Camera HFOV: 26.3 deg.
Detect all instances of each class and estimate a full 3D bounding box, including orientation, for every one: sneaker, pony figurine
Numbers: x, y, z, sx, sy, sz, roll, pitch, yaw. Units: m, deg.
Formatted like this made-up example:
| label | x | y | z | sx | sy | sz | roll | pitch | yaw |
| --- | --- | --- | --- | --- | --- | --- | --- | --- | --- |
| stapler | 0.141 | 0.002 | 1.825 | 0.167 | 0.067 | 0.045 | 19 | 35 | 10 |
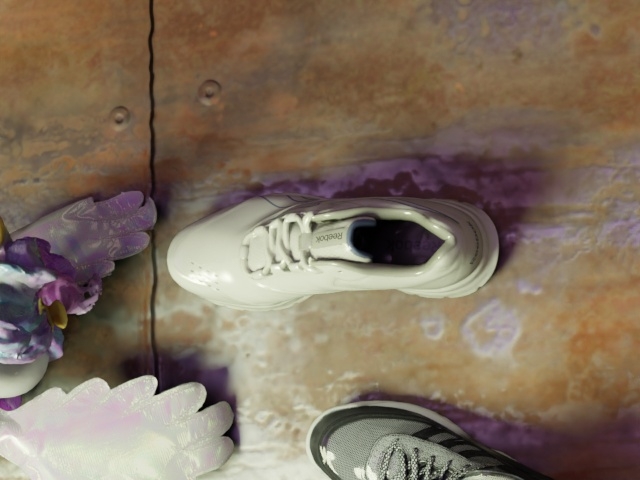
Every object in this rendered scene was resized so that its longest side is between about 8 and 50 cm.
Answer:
| label | x | y | z | sx | sy | sz | roll | pitch | yaw |
| --- | --- | --- | --- | --- | --- | --- | --- | --- | --- |
| sneaker | 0.000 | 0.000 | 1.187 | 0.297 | 0.129 | 0.111 | -6 | 82 | 16 |
| pony figurine | -0.282 | 0.101 | 1.175 | 0.350 | 0.363 | 0.303 | -20 | 69 | -4 |
| sneaker | 0.099 | 0.201 | 1.116 | 0.268 | 0.153 | 0.101 | 22 | 88 | 18 |
